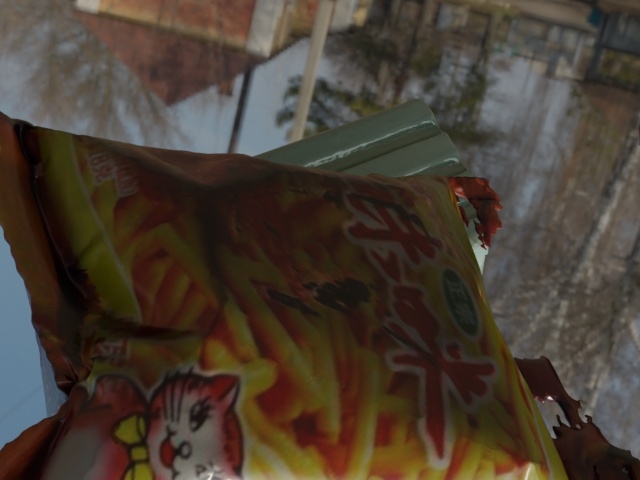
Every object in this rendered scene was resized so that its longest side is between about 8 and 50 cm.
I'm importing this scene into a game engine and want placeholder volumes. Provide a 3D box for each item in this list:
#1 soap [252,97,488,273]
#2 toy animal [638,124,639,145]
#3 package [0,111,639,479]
[{"bbox_3d":[0.000,0.000,0.665,0.198,0.066,0.119,-21,-116,-18],"label":"soap"},{"bbox_3d":[0.429,-0.100,0.824,0.358,0.188,0.226,-5,150,9],"label":"toy animal"},{"bbox_3d":[-0.015,0.043,0.464,0.288,0.108,0.223,10,-131,-28],"label":"package"}]
